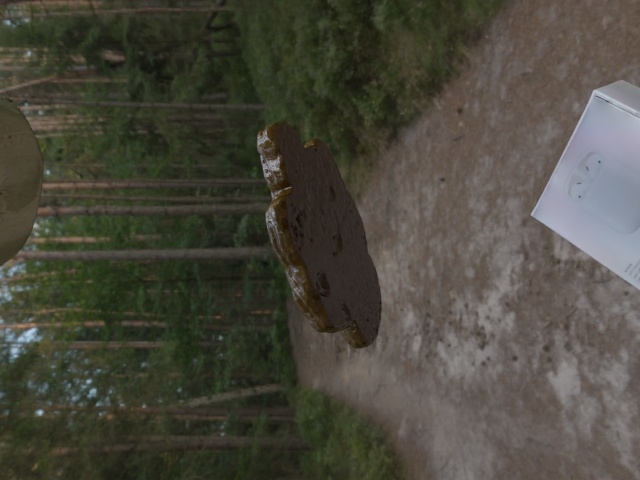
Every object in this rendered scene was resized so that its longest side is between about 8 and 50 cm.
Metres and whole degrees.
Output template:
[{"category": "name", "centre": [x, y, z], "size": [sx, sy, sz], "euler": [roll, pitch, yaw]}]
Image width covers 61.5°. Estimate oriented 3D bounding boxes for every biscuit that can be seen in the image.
[{"category": "biscuit", "centre": [0.000, 0.000, 0.608], "size": [0.291, 0.041, 0.208], "euler": [62, -154, -28]}]

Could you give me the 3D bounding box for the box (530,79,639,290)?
[{"category": "box", "centre": [0.261, -0.040, 0.441], "size": [0.129, 0.051, 0.130], "euler": [44, 141, 33]}]

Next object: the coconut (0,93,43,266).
[{"category": "coconut", "centre": [-0.265, -0.039, 0.326], "size": [0.162, 0.160, 0.161], "euler": [-68, -20, -71]}]
